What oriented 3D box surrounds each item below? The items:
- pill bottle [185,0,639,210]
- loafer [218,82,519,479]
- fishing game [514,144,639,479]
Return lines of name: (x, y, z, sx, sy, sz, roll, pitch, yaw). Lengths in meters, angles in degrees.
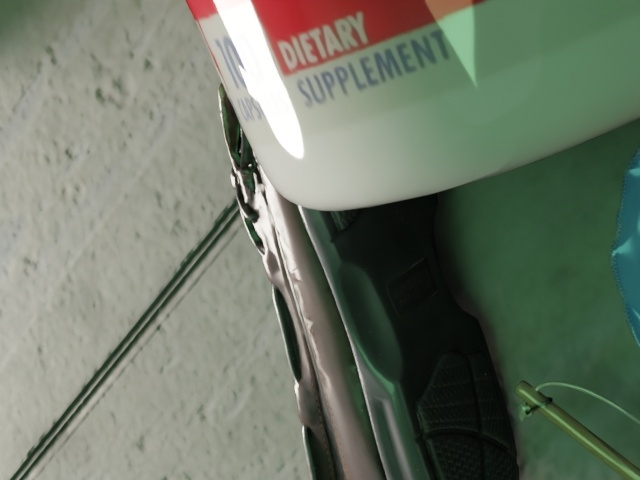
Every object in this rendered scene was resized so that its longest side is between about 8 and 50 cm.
pill bottle: (0.011, -0.235, 0.594, 0.229, 0.229, 0.408, -18, 100, 31)
loafer: (0.000, 0.000, 0.763, 0.095, 0.109, 0.303, -14, 94, 36)
fishing game: (0.210, 0.007, 0.679, 0.189, 0.041, 0.264, 33, 108, 13)
